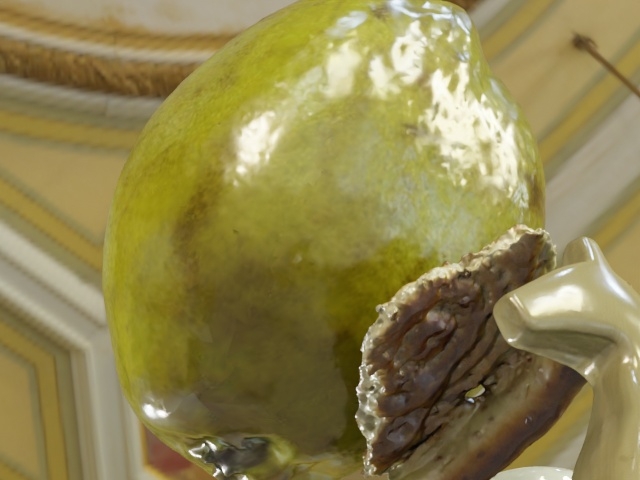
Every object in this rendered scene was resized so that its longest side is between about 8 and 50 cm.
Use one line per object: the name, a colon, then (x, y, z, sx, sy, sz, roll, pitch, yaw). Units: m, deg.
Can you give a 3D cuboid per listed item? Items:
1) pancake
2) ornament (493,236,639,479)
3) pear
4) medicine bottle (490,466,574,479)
pancake: (0.127, 0.102, 1.185, 0.212, 0.056, 0.257, -16, -47, -20)
ornament: (0.165, 0.120, 0.728, 0.230, 0.245, 0.061, 32, -50, -12)
pear: (0.000, 0.000, 1.319, 0.352, 0.352, 0.413, 38, -104, -24)
medicine bottle: (0.205, 0.367, 1.497, 0.170, 0.293, 0.170, 0, -41, 0)
